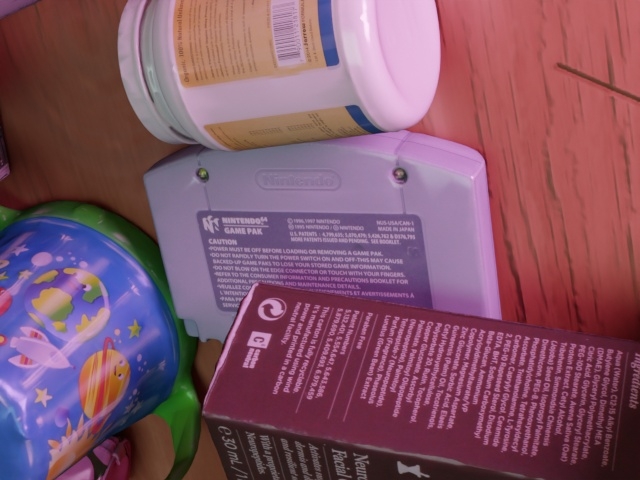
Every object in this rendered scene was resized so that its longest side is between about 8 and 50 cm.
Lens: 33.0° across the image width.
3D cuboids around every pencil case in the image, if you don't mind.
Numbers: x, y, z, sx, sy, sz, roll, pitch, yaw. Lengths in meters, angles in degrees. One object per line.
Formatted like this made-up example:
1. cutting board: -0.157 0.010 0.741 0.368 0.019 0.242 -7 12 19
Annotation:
1. pencil case: -0.295 0.205 1.126 0.209 0.095 0.098 24 108 9

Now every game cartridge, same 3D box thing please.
1. game cartridge: 0.000 0.000 0.897 0.294 0.060 0.196 2 121 24

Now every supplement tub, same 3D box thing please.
1. supplement tub: -0.029 -0.140 0.775 0.200 0.144 0.144 -4 115 27

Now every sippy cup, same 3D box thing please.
1. sippy cup: -0.263 0.113 0.975 0.305 0.224 0.240 14 122 17

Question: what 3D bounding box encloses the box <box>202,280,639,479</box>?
1. box: 0.119 0.165 0.835 0.381 0.143 0.191 7 139 16

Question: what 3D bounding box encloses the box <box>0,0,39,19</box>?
1. box: -0.262 -0.260 0.796 0.119 0.181 0.182 -21 107 34

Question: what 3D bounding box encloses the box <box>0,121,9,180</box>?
1. box: -0.422 -0.196 0.969 0.242 0.076 0.307 10 120 19
